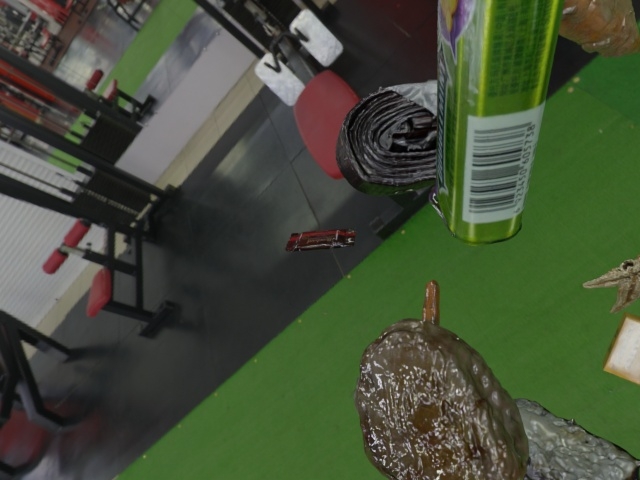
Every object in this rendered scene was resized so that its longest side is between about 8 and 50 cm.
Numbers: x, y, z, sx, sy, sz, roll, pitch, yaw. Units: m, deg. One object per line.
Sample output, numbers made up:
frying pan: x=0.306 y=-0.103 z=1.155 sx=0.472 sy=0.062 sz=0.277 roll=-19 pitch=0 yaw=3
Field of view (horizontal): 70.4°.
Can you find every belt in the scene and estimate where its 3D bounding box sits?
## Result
belt: x=0.171 y=-0.181 z=0.813 sx=0.289 sy=0.164 sz=0.184 roll=-12 pitch=87 yaw=-4

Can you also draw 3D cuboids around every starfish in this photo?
starfish: x=0.694 y=0.078 z=0.954 sx=0.247 sy=0.138 sz=0.050 roll=-42 pitch=25 yaw=43

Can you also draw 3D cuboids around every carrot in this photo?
carrot: x=0.412 y=-0.344 z=0.699 sx=0.102 sy=0.263 sz=0.102 roll=-46 pitch=35 yaw=47
carrot: x=0.369 y=0.218 z=1.503 sx=0.060 sy=0.060 sz=0.186 roll=-15 pitch=52 yaw=40

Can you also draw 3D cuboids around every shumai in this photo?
shumai: x=0.147 y=0.217 z=0.574 sx=0.218 sy=0.185 sz=0.184 roll=40 pitch=91 yaw=20

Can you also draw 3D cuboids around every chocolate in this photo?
chocolate: x=0.000 y=0.000 z=1.160 sx=0.182 sy=0.028 sz=0.086 roll=-8 pitch=35 yaw=14

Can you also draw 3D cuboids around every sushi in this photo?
sushi: x=0.496 y=0.492 z=0.995 sx=0.343 sy=0.196 sz=0.182 roll=15 pitch=111 yaw=54

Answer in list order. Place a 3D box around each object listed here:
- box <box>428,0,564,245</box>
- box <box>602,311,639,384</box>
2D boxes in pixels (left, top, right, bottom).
box: x=0.162 y=-0.155 z=0.453 sx=0.097 sy=0.346 sz=0.134 roll=-11 pitch=46 yaw=4
box: x=0.835 y=0.289 z=1.089 sx=0.237 sy=0.070 sz=0.152 roll=22 pitch=106 yaw=29
